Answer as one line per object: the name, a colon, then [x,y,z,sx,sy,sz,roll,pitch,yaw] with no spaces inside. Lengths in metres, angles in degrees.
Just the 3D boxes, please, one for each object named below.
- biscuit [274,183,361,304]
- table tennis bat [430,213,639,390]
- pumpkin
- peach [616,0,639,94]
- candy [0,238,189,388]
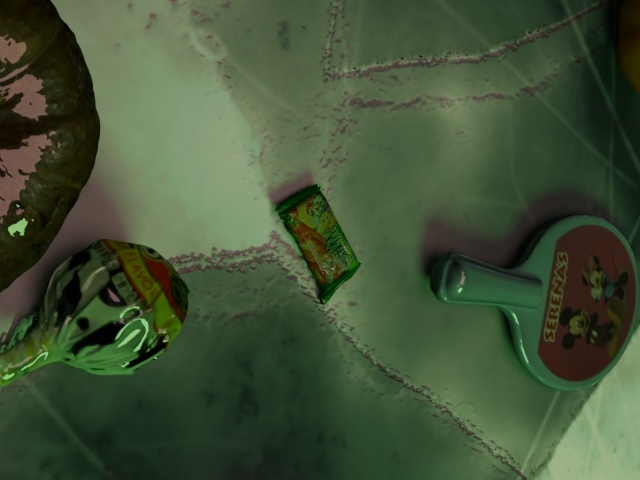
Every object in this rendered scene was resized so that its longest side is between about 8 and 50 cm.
biscuit: [0.000,0.000,1.090,0.046,0.016,0.089,-39,114,-26]
table tennis bat: [0.186,0.046,1.214,0.244,0.040,0.153,12,88,-39]
pumpkin: [-0.226,-0.067,0.843,0.219,0.162,0.219,0,89,-34]
peach: [0.324,-0.178,1.231,0.138,0.138,0.138,-3,96,-34]
candy: [-0.219,0.099,0.926,0.305,0.083,0.091,-33,128,-19]
